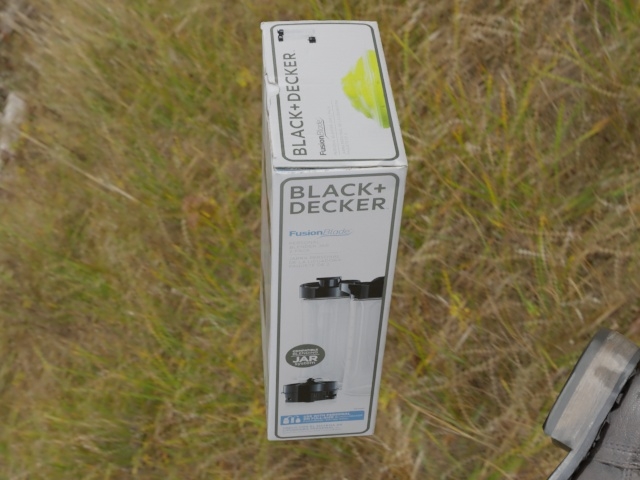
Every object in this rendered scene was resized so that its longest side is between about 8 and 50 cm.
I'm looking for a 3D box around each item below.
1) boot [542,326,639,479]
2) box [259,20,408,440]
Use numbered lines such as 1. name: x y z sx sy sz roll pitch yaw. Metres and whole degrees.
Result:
1. boot: 0.204 0.188 0.579 0.229 0.091 0.263 25 93 20
2. box: 0.000 0.000 0.848 0.087 0.290 0.169 -2 44 -5
